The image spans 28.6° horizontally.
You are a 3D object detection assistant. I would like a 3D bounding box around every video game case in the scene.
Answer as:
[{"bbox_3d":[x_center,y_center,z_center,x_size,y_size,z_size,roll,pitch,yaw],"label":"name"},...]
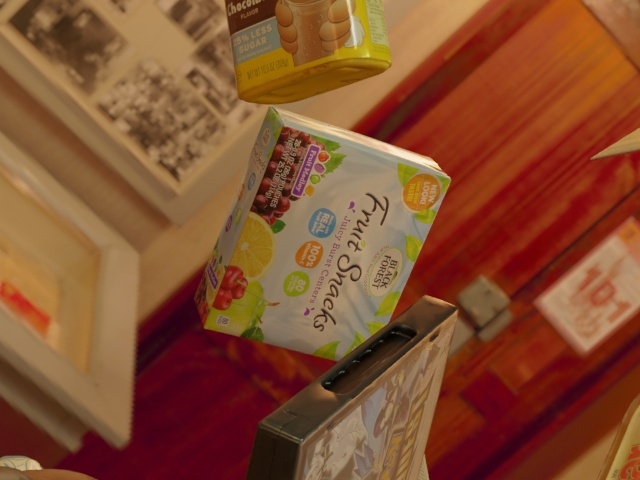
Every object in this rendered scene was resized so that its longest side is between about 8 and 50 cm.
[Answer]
[{"bbox_3d":[0.007,0.198,0.841,0.035,0.275,0.248,21,23,21],"label":"video game case"}]

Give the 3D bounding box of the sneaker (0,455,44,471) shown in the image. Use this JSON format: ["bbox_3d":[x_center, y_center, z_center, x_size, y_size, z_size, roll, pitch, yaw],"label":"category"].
[{"bbox_3d":[-0.270,0.304,1.124,0.085,0.237,0.086,2,17,-15],"label":"sneaker"}]

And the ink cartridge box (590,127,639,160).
[{"bbox_3d":[0.432,-0.124,1.195,0.060,0.239,0.275,61,-24,-9],"label":"ink cartridge box"}]

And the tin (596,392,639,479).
[{"bbox_3d":[0.165,0.094,0.504,0.189,0.106,0.040,-44,112,-53],"label":"tin"}]

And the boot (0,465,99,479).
[{"bbox_3d":[-0.062,0.225,0.492,0.280,0.096,0.264,17,67,-44],"label":"boot"}]

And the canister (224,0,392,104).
[{"bbox_3d":[-0.016,-0.192,0.889,0.073,0.126,0.170,-1,80,-50],"label":"canister"}]

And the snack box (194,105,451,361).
[{"bbox_3d":[0.000,0.000,1.172,0.174,0.207,0.070,17,18,-21],"label":"snack box"}]

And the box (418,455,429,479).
[{"bbox_3d":[0.041,0.317,1.204,0.148,0.121,0.311,41,34,-48],"label":"box"}]
